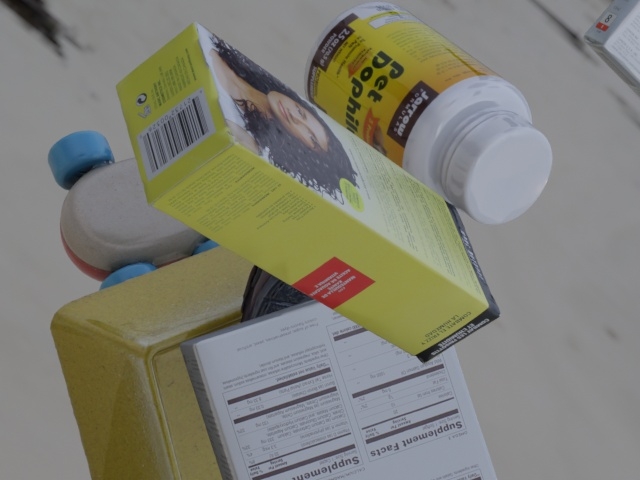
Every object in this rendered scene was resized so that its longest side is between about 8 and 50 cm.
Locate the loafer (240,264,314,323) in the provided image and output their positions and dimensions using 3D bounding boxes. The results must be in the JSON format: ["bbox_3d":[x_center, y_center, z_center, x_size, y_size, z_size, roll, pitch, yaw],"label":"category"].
[{"bbox_3d":[0.000,0.000,1.780,0.109,0.302,0.095,16,19,-28],"label":"loafer"}]

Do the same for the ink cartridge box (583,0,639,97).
[{"bbox_3d":[0.322,-0.186,1.526,0.145,0.179,0.045,40,-2,-25],"label":"ink cartridge box"}]

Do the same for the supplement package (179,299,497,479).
[{"bbox_3d":[0.021,0.178,1.514,0.199,0.198,0.263,159,-87,-82],"label":"supplement package"}]

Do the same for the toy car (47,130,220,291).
[{"bbox_3d":[-0.192,0.008,2.131,0.238,0.210,0.219,99,-30,-61],"label":"toy car"}]

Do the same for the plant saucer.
[{"bbox_3d":[-0.075,0.176,1.873,0.081,0.333,0.333,7,-66,55],"label":"plant saucer"}]

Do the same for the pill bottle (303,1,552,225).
[{"bbox_3d":[0.086,-0.098,1.465,0.117,0.117,0.215,28,10,-44],"label":"pill bottle"}]

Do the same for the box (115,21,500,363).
[{"bbox_3d":[-0.001,-0.018,0.949,0.232,0.058,0.087,32,30,-47],"label":"box"}]
